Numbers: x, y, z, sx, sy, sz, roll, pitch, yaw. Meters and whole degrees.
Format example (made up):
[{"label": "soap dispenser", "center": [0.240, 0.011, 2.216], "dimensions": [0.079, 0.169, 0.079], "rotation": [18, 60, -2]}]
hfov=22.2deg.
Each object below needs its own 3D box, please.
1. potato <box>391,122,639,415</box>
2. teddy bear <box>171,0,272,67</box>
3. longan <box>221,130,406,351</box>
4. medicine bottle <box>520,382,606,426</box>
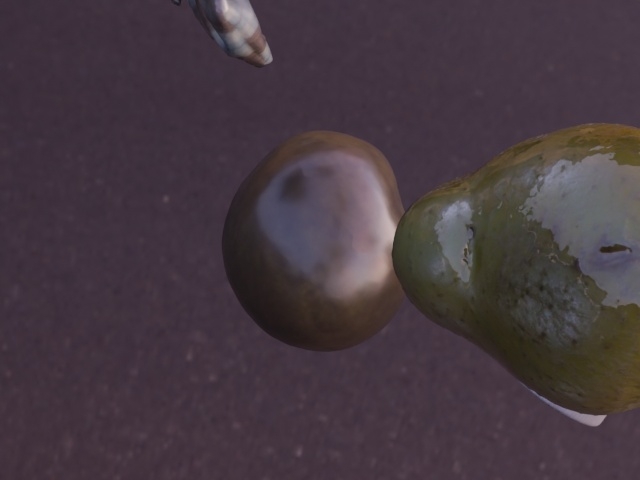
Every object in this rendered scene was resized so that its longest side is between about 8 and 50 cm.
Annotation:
[{"label": "potato", "center": [0.130, 0.015, 0.889], "dimensions": [0.194, 0.157, 0.157], "rotation": [6, 28, 32]}, {"label": "teddy bear", "center": [-0.219, -0.304, 1.167], "dimensions": [0.375, 0.362, 0.327], "rotation": [-3, 15, -16]}, {"label": "longan", "center": [0.000, 0.000, 1.358], "dimensions": [0.167, 0.167, 0.187], "rotation": [15, 68, 0]}, {"label": "medicine bottle", "center": [0.233, 0.057, 1.326], "dimensions": [0.105, 0.168, 0.105], "rotation": [32, 13, -8]}]
